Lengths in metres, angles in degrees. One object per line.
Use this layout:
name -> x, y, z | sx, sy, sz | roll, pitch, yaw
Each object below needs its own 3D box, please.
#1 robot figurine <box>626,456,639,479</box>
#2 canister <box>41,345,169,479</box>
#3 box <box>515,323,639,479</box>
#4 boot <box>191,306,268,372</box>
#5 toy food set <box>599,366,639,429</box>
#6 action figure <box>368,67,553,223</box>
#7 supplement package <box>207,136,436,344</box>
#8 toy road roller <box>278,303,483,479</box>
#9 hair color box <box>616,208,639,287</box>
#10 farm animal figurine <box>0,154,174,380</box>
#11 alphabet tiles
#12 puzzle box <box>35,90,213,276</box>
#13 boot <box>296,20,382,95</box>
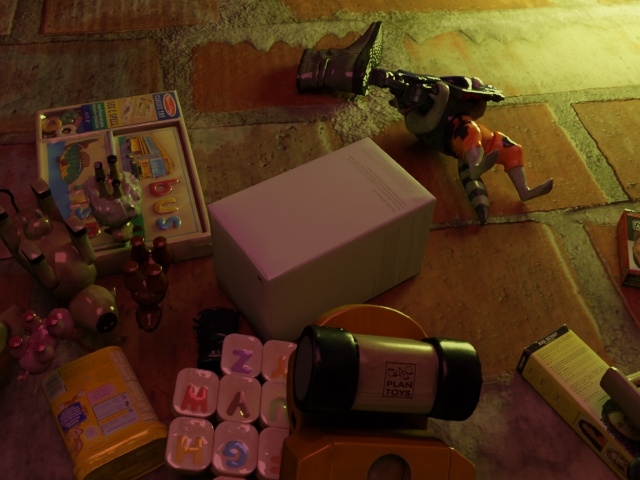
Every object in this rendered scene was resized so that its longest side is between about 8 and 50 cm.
robot figurine -> 0.364, 0.362, 0.770 | 0.278, 0.209, 0.173 | 6, 41, 28
canister -> -0.284, 0.232, 0.957 | 0.126, 0.073, 0.170 | -23, 51, -23
box -> 0.383, 0.227, 0.999 | 0.087, 0.058, 0.232 | -25, 53, -24
boot -> -0.128, 0.144, 1.066 | 0.121, 0.045, 0.099 | -3, 44, -5
toy food set -> 0.529, 0.221, 0.936 | 0.306, 0.092, 0.219 | -5, 44, -37
action figure -> 0.218, -0.198, 1.309 | 0.341, 0.178, 0.330 | 2, 37, -35
supplement package -> 0.000, 0.000, 1.110 | 0.293, 0.177, 0.175 | -26, 54, -24
toy road roller -> 0.047, 0.242, 0.870 | 0.203, 0.240, 0.329 | 7, 86, -15
hair color box -> 0.538, 0.015, 1.208 | 0.072, 0.043, 0.141 | 10, 49, 6
farm animal figurine -> -0.374, 0.066, 1.019 | 0.330, 0.172, 0.326 | -20, 55, -17
alphabet tiles -> -0.053, 0.246, 0.944 | 0.284, 0.021, 0.278 | 11, 49, -11
puzzle box -> -0.354, -0.111, 1.283 | 0.272, 0.052, 0.408 | -11, 49, -13
boot -> 0.041, -0.399, 1.548 | 0.161, 0.083, 0.246 | 9, 46, 14
